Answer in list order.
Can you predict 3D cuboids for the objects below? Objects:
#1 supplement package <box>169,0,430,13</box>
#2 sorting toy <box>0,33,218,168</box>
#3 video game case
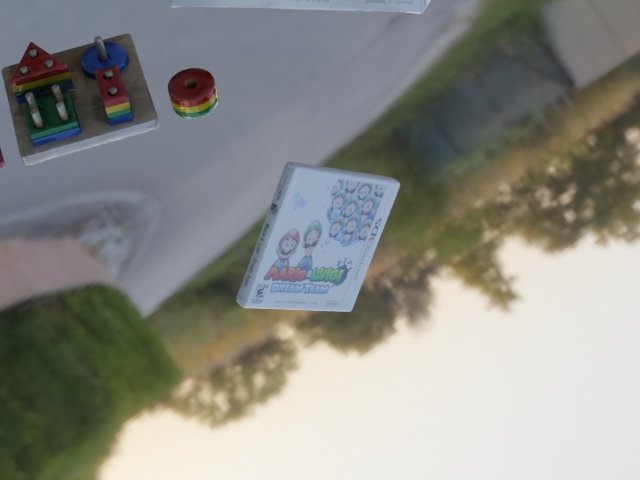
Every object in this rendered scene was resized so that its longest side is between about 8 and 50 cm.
[{"bbox_3d":[-0.005,-0.328,1.397,0.261,0.145,0.204,4,-156,13],"label":"supplement package"},{"bbox_3d":[-0.244,-0.146,1.305,0.274,0.132,0.046,-17,140,-6],"label":"sorting toy"},{"bbox_3d":[0.000,0.000,1.309,0.157,0.019,0.143,5,110,-49],"label":"video game case"}]
